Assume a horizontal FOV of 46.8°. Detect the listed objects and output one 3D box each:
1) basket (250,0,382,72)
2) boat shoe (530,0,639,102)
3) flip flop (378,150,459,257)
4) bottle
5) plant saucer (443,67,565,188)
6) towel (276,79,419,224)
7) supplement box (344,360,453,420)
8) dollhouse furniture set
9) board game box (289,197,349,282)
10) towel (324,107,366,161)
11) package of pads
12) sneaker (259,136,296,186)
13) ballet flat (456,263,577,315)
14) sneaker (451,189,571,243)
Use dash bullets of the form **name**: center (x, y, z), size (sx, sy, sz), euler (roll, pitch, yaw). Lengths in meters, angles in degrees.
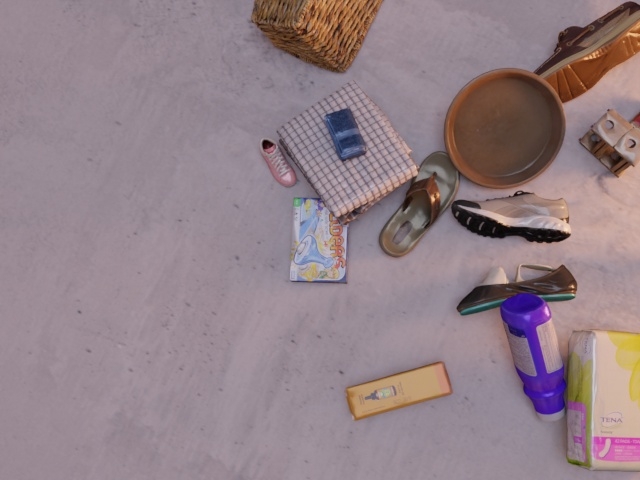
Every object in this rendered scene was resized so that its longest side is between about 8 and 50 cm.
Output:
- **basket**: center (-0.007, -0.593, 1.807), size (0.214, 0.223, 0.299), euler (20, 84, 41)
- **boat shoe**: center (0.610, -0.441, 1.730), size (0.342, 0.123, 0.123), euler (-35, 50, 11)
- **flip flop**: center (0.232, -0.084, 1.722), size (0.112, 0.080, 0.277), euler (36, 85, 9)
- **bottle**: center (0.471, 0.257, 1.605), size (0.092, 0.118, 0.282), euler (-21, 106, -8)
- **plant saucer**: center (0.420, -0.257, 1.699), size (0.278, 0.041, 0.277), euler (0, 109, 0)
- **towel**: center (0.065, -0.198, 1.717), size (0.235, 0.121, 0.283), euler (-32, 71, -6)
- **supplement box**: center (0.176, 0.340, 1.676), size (0.234, 0.080, 0.078), euler (-15, 81, 2)
- **dollhouse furniture set**: center (0.708, -0.262, 1.675), size (0.183, 0.129, 0.129), euler (-45, 81, 0)
- **board game box**: center (0.000, 0.000, 1.757), size (0.136, 0.035, 0.201), euler (1, 82, 6)
- **towel**: center (0.056, -0.238, 1.652), size (0.067, 0.029, 0.119), euler (-19, 70, -3)
- **package of pads**: center (0.643, 0.343, 1.588), size (0.229, 0.101, 0.296), euler (6, 82, -15)
- **sneaker**: center (-0.107, -0.191, 1.775), size (0.051, 0.070, 0.134), euler (-32, 82, -1)
- **ballet flat**: center (0.438, 0.106, 1.680), size (0.281, 0.095, 0.096), euler (-7, 72, -6)
- **sneaker**: center (0.437, -0.064, 1.702), size (0.272, 0.100, 0.107), euler (8, 69, 3)
